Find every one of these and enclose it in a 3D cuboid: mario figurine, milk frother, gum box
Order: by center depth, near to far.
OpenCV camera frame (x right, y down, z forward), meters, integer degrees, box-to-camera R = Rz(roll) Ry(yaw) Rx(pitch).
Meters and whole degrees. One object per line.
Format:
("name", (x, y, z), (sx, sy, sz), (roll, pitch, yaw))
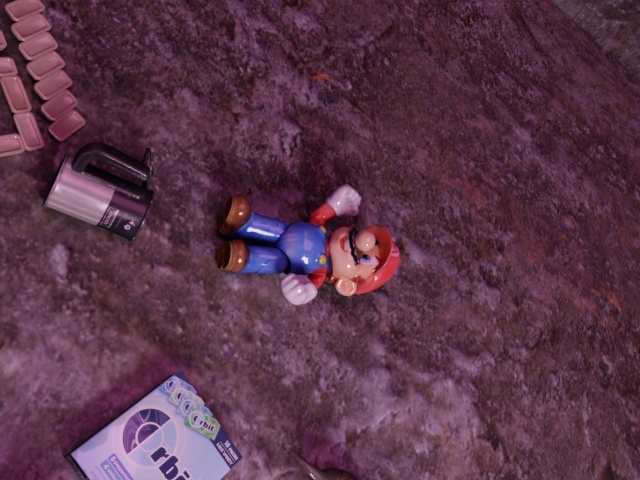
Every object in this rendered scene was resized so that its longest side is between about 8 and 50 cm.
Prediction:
("gum box", (-0.219, 0.293, 0.882), (0.184, 0.041, 0.157), (-37, 92, -41))
("milk frother", (-0.319, -0.091, 0.969), (0.135, 0.129, 0.143), (25, 13, -25))
("mario figurine", (0.000, 0.000, 1.094), (0.321, 0.170, 0.198), (9, 98, -25))

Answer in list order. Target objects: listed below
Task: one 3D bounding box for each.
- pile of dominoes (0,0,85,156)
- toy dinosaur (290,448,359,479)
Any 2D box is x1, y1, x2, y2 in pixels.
("pile of dominoes", (-0.476, -0.243, 0.967), (0.196, 0.040, 0.251), (-21, 90, -41))
("toy dinosaur", (0.043, 0.431, 0.984), (0.313, 0.121, 0.160), (50, 37, -1))
